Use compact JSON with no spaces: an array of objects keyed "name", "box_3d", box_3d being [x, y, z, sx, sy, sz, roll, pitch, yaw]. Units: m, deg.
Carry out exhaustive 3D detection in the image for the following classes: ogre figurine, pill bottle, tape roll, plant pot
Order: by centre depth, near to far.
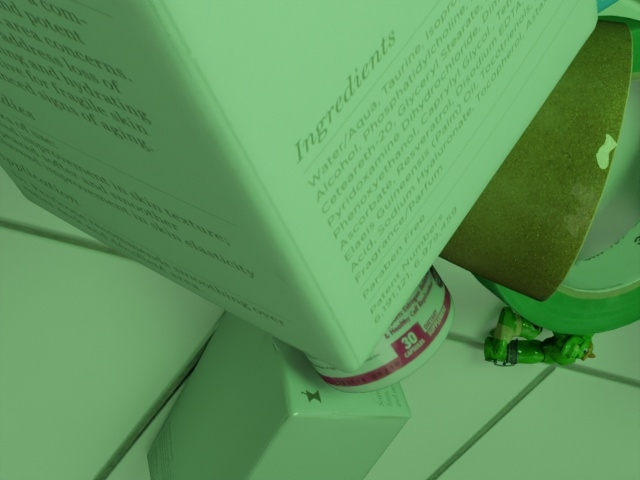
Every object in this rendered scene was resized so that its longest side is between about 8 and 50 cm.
[{"name":"plant pot","box_3d":[0.094,-0.098,0.938,0.254,0.237,0.237,16,133,-1]},{"name":"pill bottle","box_3d":[0.000,0.000,1.109,0.160,0.160,0.283,-29,117,12]},{"name":"tape roll","box_3d":[0.286,-0.064,1.161,0.321,0.077,0.321,-9,114,-21]},{"name":"ogre figurine","box_3d":[0.290,0.097,1.422,0.118,0.097,0.197,14,116,-8]}]

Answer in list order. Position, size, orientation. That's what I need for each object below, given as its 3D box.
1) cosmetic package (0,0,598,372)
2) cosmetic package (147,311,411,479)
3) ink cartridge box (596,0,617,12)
[{"name":"cosmetic package","box_3d":[-0.061,-0.192,0.682,0.327,0.329,0.394,-53,150,-18]},{"name":"cosmetic package","box_3d":[-0.065,0.234,1.349,0.156,0.217,0.385,9,134,-28]},{"name":"ink cartridge box","box_3d":[0.239,-0.346,0.839,0.270,0.198,0.197,-31,137,15]}]
